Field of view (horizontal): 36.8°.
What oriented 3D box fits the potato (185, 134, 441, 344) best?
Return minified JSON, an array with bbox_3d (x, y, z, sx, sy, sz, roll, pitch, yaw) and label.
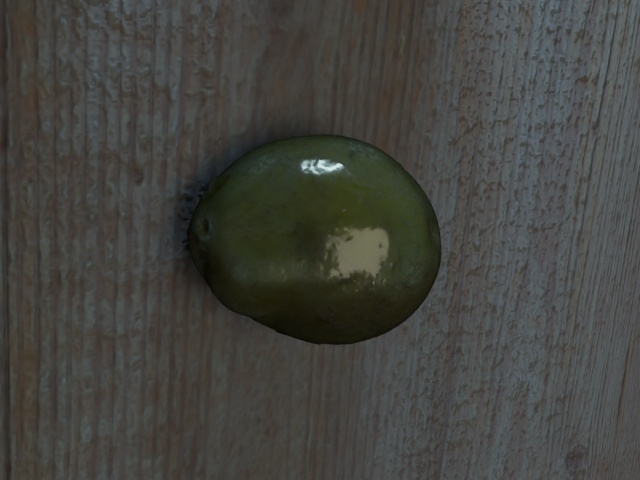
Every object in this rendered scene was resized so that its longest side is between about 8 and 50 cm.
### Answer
[{"bbox_3d":[0.000,0.000,0.847,0.235,0.160,0.178,-3,68,-21],"label":"potato"}]
